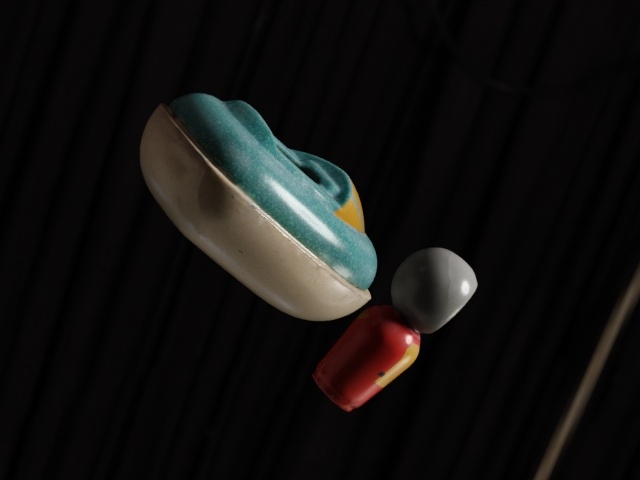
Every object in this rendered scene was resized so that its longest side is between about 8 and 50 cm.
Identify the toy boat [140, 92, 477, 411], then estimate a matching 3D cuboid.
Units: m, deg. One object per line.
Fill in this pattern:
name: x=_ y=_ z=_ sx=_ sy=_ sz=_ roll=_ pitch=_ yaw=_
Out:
toy boat: x=0.000 y=0.000 z=1.472 sx=0.267 sy=0.148 sz=0.318 roll=40 pitch=7 yaw=-47
